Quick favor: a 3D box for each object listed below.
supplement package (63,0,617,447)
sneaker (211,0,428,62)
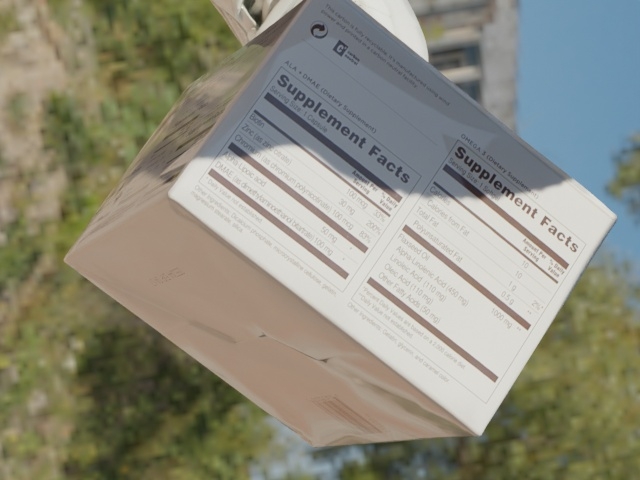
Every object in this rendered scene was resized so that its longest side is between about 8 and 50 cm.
[{"bbox_3d":[0.000,0.000,1.037,0.204,0.145,0.262,38,-17,-11],"label":"supplement package"},{"bbox_3d":[-0.067,-0.174,1.124,0.108,0.169,0.292,-55,-131,19],"label":"sneaker"}]
